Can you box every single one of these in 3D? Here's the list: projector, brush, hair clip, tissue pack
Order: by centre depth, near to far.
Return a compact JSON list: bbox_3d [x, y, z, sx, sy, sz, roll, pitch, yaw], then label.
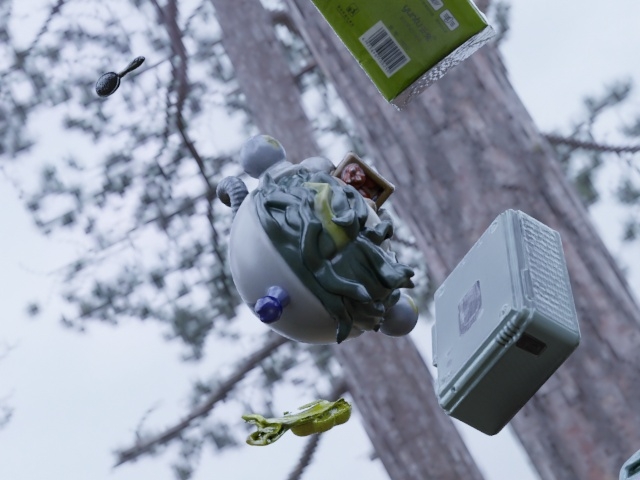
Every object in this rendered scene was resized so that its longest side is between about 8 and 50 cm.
[{"bbox_3d":[-0.216,-0.178,1.478,0.083,0.024,0.008,-28,-1,36],"label":"brush"},{"bbox_3d":[0.224,0.098,1.739,0.192,0.099,0.257,-54,16,28],"label":"projector"},{"bbox_3d":[-0.023,0.244,1.860,0.173,0.046,0.072,-7,1,-44],"label":"hair clip"},{"bbox_3d":[0.109,-0.371,2.115,0.200,0.275,0.167,-38,-6,10],"label":"tissue pack"}]

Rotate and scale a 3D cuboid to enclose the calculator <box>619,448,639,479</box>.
[{"bbox_3d":[0.472,0.373,1.938,0.141,0.045,0.246,-49,15,42],"label":"calculator"}]

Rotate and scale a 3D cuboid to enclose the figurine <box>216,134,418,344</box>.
[{"bbox_3d":[0.004,0.001,1.482,0.186,0.261,0.382,-55,4,9],"label":"figurine"}]
